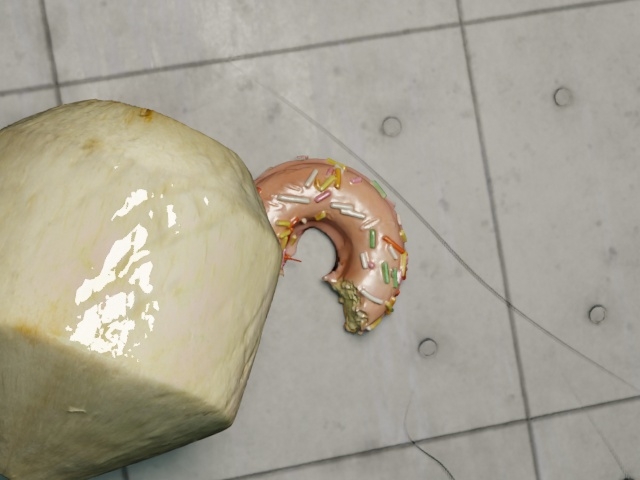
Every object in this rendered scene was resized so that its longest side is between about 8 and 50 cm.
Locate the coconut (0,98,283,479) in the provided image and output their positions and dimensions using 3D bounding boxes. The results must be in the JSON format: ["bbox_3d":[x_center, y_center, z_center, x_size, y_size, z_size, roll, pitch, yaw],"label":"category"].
[{"bbox_3d":[-0.247,0.064,1.454,0.415,0.344,0.415,-12,62,23],"label":"coconut"}]

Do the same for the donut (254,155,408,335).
[{"bbox_3d":[0.000,0.000,1.625,0.233,0.085,0.199,13,87,-11],"label":"donut"}]
